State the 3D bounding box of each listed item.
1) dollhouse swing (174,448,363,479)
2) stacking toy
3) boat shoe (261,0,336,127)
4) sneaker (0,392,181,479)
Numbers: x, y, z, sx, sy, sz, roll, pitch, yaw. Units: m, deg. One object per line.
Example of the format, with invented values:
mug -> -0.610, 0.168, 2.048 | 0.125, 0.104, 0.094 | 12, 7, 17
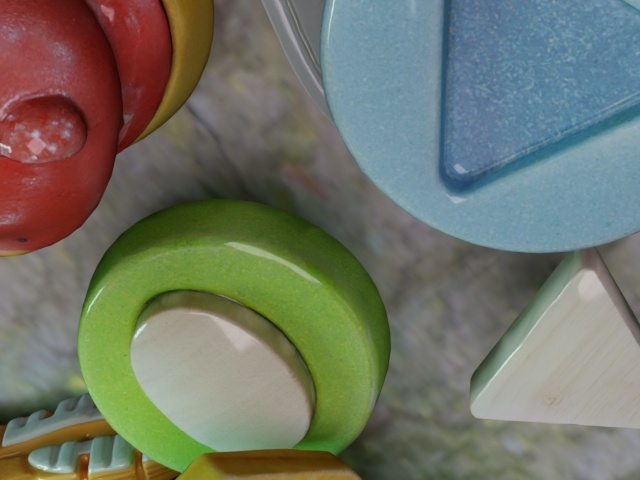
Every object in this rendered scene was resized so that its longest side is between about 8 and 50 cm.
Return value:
dollhouse swing -> -0.098, 0.263, 0.609 | 0.347, 0.315, 0.305 | 49, 65, -25
stacking toy -> 0.000, 0.000, 0.439 | 0.309, 0.130, 0.279 | -6, 119, 13
boat shoe -> -0.006, -0.184, 0.473 | 0.114, 0.091, 0.302 | -10, 113, 11
sneaker -> -0.157, 0.132, 0.606 | 0.215, 0.084, 0.083 | -8, 120, 5
